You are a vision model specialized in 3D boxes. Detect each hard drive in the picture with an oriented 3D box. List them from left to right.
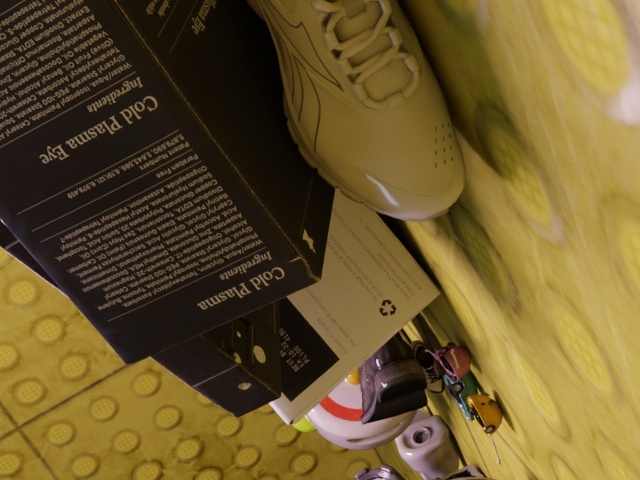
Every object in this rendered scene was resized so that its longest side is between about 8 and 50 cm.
[{"bbox_3d":[-0.160,-0.018,1.014,0.339,0.064,0.237,44,-152,-38],"label":"hard drive"}]

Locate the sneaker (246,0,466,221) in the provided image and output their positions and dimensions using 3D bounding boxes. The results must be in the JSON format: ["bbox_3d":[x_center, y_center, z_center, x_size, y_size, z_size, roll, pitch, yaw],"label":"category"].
[{"bbox_3d":[0.011,-0.147,0.782,0.297,0.111,0.129,59,169,3],"label":"sneaker"}]

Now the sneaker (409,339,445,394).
[{"bbox_3d":[0.147,0.178,1.557,0.083,0.032,0.037,60,175,-6],"label":"sneaker"}]

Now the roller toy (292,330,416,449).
[{"bbox_3d":[0.059,0.213,1.725,0.191,0.209,0.146,23,164,13],"label":"roller toy"}]

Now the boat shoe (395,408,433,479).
[{"bbox_3d":[0.175,0.351,1.997,0.228,0.080,0.076,55,178,-41],"label":"boat shoe"}]

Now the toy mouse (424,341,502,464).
[{"bbox_3d":[0.165,0.160,1.308,0.143,0.031,0.161,52,170,54],"label":"toy mouse"}]

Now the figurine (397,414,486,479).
[{"bbox_3d":[0.224,0.414,1.832,0.209,0.092,0.215,59,177,-35],"label":"figurine"}]

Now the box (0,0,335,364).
[{"bbox_3d":[-0.136,-0.142,0.876,0.312,0.179,0.343,54,-156,-25],"label":"box"}]

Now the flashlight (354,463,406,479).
[{"bbox_3d":[0.142,0.462,1.771,0.103,0.103,0.304,10,149,37],"label":"flashlight"}]

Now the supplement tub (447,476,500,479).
[{"bbox_3d":[0.195,0.398,1.204,0.235,0.235,0.325,61,175,-4],"label":"supplement tub"}]

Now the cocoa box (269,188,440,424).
[{"bbox_3d":[-0.068,0.002,1.319,0.347,0.231,0.228,50,176,-2],"label":"cocoa box"}]

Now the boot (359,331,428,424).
[{"bbox_3d":[0.075,0.120,1.556,0.263,0.091,0.229,100,153,-65],"label":"boot"}]
